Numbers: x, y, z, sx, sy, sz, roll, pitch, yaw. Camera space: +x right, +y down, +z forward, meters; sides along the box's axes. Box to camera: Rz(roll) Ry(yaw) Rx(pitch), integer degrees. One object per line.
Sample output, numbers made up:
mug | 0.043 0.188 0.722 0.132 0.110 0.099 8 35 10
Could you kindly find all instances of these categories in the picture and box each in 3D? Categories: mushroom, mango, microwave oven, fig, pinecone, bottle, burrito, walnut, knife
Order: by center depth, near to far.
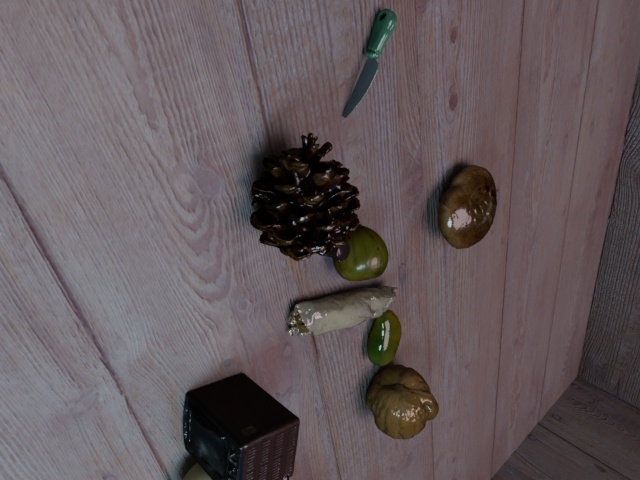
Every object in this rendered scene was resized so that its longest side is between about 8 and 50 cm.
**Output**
pinecone | -0.042 -0.088 1.144 0.243 0.243 0.257 -38 119 -25
knife | 0.117 -0.405 1.246 0.034 0.063 0.260 12 102 -43
microwave oven | -0.196 0.461 1.258 0.188 0.247 0.178 -14 117 -42
bottle | 0.000 0.000 1.265 0.060 0.164 0.060 -23 126 -36
fig | 0.095 0.018 1.421 0.147 0.186 0.142 0 156 -25
burrito | 0.072 0.197 1.513 0.392 0.076 0.117 -6 122 -41
mango | 0.207 0.307 1.695 0.122 0.085 0.191 1 111 -42
mushroom | 0.467 -0.104 1.696 0.278 0.146 0.278 -18 115 -42
walnut | 0.270 0.541 1.786 0.257 0.257 0.225 61 33 -43

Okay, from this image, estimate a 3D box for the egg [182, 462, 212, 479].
egg | -0.240 0.628 1.340 0.241 0.186 0.186 25 92 -47
